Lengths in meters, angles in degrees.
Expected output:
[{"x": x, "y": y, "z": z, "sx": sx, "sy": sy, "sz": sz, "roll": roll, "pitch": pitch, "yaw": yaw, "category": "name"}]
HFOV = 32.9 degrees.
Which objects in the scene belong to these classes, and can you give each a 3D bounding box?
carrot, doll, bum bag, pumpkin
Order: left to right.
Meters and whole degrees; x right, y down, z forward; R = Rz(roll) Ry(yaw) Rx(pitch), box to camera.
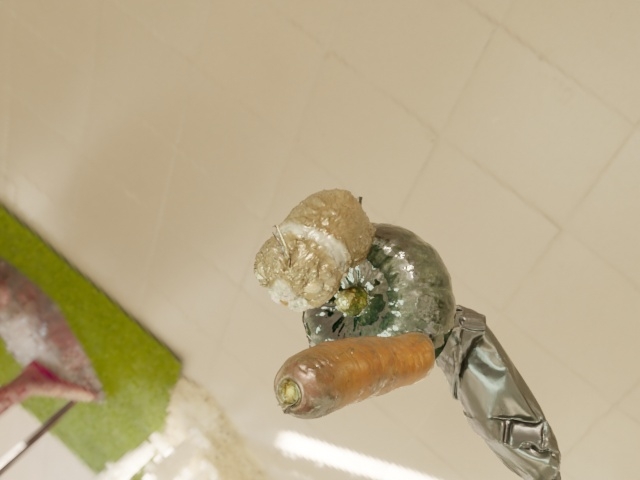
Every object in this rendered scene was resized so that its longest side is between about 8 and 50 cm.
[{"x": 0.007, "y": -0.001, "z": 1.297, "sx": 0.105, "sy": 0.221, "sz": 0.115, "roll": 20, "pitch": 124, "yaw": 24, "category": "doll"}, {"x": 0.033, "y": 0.107, "z": 0.914, "sx": 0.060, "sy": 0.186, "sz": 0.060, "roll": 7, "pitch": 101, "yaw": 40, "category": "carrot"}, {"x": 0.070, "y": 0.080, "z": 1.396, "sx": 0.211, "sy": 0.211, "sz": 0.152, "roll": 23, "pitch": 172, "yaw": 31, "category": "pumpkin"}, {"x": 0.238, "y": 0.218, "z": 1.512, "sx": 0.326, "sy": 0.080, "sz": 0.142, "roll": 57, "pitch": 154, "yaw": 11, "category": "bum bag"}]
